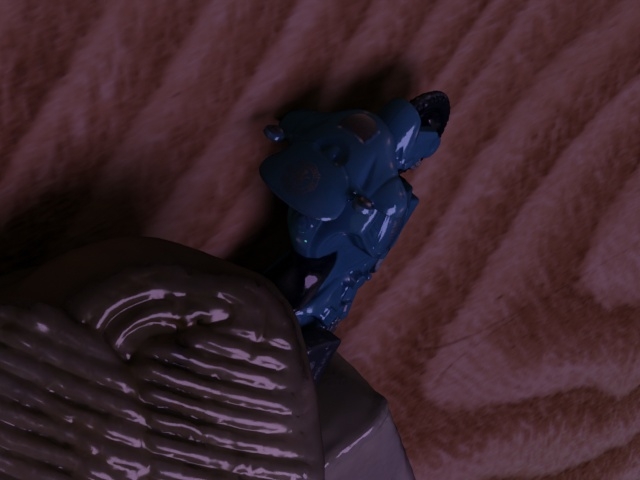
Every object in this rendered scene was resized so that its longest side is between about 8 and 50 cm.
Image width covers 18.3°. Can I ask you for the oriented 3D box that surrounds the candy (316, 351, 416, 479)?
[{"bbox_3d":[-0.093,0.239,1.669,0.358,0.145,0.208,-35,146,-15],"label":"candy"}]

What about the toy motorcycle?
[{"bbox_3d":[0.000,0.000,1.533,0.182,0.123,0.272,-8,133,-55],"label":"toy motorcycle"}]

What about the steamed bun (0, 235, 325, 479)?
[{"bbox_3d":[-0.160,0.165,1.412,0.309,0.219,0.324,-13,95,-19],"label":"steamed bun"}]
